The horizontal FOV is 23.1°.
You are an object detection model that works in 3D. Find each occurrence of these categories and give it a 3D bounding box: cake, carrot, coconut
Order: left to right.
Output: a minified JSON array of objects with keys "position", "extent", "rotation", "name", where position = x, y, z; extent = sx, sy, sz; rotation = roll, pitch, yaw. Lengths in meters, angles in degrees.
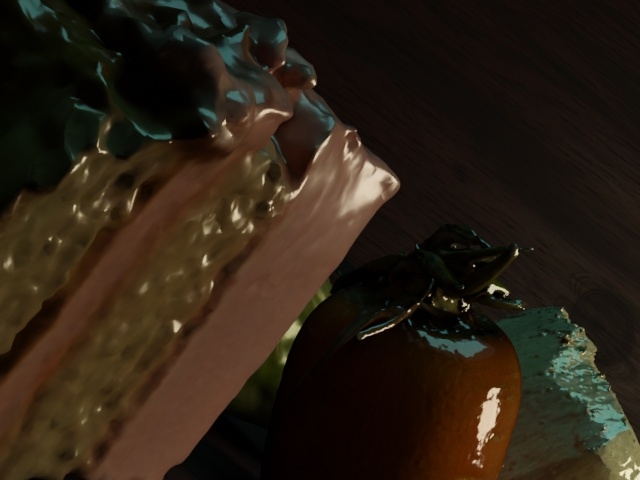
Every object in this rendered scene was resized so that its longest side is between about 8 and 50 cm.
[{"position":[-0.165,-0.050,0.835],"extent":[0.314,0.293,0.307],"rotation":[45,6,30],"name":"cake"},{"position":[0.057,0.137,1.281],"extent":[0.214,0.331,0.193],"rotation":[17,7,-21],"name":"carrot"},{"position":[0.190,0.235,1.554],"extent":[0.297,0.254,0.297],"rotation":[-23,90,-84],"name":"coconut"}]

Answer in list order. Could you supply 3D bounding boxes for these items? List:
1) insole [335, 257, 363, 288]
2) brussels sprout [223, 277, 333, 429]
[{"position":[0.000,0.001,1.434],"extent":[0.080,0.003,0.232],"rotation":[30,14,-51],"name":"insole"},{"position":[-0.088,0.060,1.504],"extent":[0.271,0.210,0.219],"rotation":[46,-26,-16],"name":"brussels sprout"}]
